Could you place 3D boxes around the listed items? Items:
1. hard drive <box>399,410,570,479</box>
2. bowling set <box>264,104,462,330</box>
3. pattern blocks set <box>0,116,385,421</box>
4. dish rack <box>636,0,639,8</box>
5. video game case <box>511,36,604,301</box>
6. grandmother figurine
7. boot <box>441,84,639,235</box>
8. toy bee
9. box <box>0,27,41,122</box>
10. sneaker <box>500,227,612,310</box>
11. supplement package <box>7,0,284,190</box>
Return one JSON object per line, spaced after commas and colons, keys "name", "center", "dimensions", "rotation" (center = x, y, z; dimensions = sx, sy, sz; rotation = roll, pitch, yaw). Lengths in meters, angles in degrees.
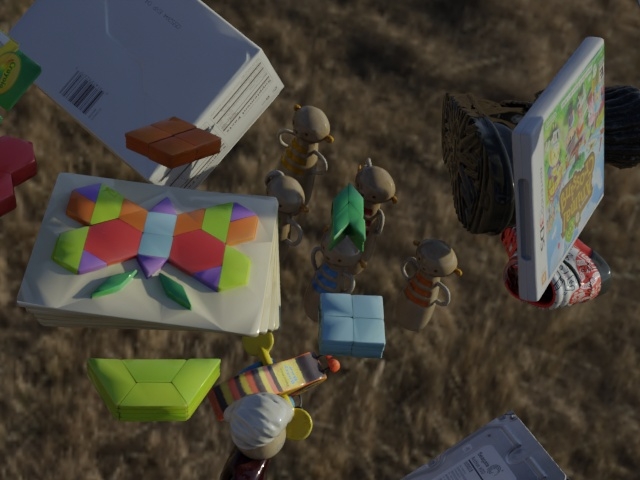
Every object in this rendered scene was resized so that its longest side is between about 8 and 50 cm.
{"name": "hard drive", "center": [0.205, 0.417, 1.898], "dimensions": [0.339, 0.064, 0.237], "rotation": [-32, 25, -1]}
{"name": "bowling set", "center": [0.000, 0.000, 1.378], "dimensions": [0.287, 0.154, 0.200], "rotation": [40, 45, 21]}
{"name": "pattern blocks set", "center": [-0.118, 0.007, 0.896], "dimensions": [0.324, 0.026, 0.285], "rotation": [-4, 47, -12]}
{"name": "dish rack", "center": [0.577, -0.308, 1.917], "dimensions": [0.271, 0.074, 0.208], "rotation": [6, 59, -53]}
{"name": "video game case", "center": [0.245, -0.074, 1.257], "dimensions": [0.023, 0.193, 0.212], "rotation": [11, 38, 27]}
{"name": "grandmother figurine", "center": [-0.104, 0.338, 1.720], "dimensions": [0.104, 0.342, 0.208], "rotation": [12, 37, -4]}
{"name": "boot", "center": [0.296, -0.112, 1.556], "dimensions": [0.260, 0.131, 0.348], "rotation": [1, 26, -2]}
{"name": "toy bee", "center": [-0.060, 0.224, 2.106], "dimensions": [0.195, 0.162, 0.298], "rotation": [55, 23, -6]}
{"name": "box", "center": [-0.297, -0.142, 0.881], "dimensions": [0.179, 0.105, 0.043], "rotation": [40, -2, -19]}
{"name": "sneaker", "center": [0.337, 0.014, 2.041], "dimensions": [0.145, 0.090, 0.270], "rotation": [-16, 45, -34]}
{"name": "supplement package", "center": [-0.216, -0.208, 1.511], "dimensions": [0.262, 0.145, 0.204], "rotation": [40, 88, 15]}
